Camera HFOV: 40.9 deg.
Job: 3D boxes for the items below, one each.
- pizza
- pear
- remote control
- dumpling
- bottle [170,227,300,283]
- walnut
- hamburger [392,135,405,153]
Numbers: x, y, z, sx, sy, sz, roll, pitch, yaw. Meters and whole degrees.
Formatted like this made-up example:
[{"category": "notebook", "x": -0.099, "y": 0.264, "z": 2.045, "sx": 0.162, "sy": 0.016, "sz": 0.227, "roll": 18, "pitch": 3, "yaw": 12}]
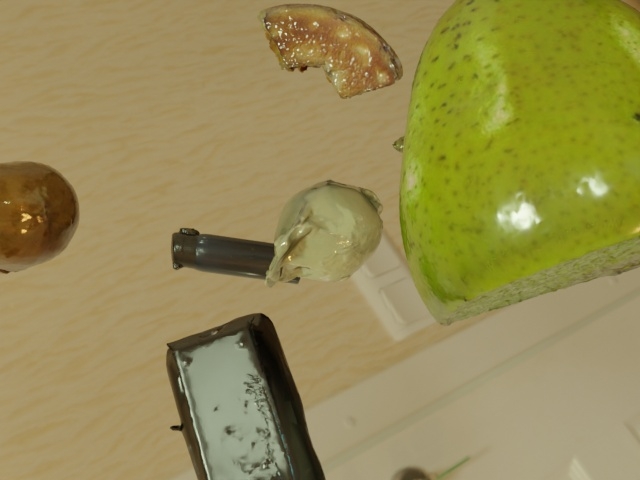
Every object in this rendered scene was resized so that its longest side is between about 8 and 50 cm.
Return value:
[{"category": "pizza", "x": 0.015, "y": -0.369, "z": 1.666, "sx": 0.085, "sy": 0.305, "sz": 0.161, "roll": 163, "pitch": 131, "yaw": -87}, {"category": "pear", "x": 0.221, "y": -0.112, "z": 0.802, "sx": 0.238, "sy": 0.342, "sz": 0.318, "roll": 70, "pitch": -177, "yaw": -71}, {"category": "remote control", "x": -0.060, "y": 0.276, "z": 0.902, "sx": 0.062, "sy": 0.144, "sz": 0.399, "roll": 82, "pitch": 169, "yaw": -75}, {"category": "dumpling", "x": 0.000, "y": 0.000, "z": 1.308, "sx": 0.147, "sy": 0.258, "sz": 0.193, "roll": 49, "pitch": 130, "yaw": 12}, {"category": "bottle", "x": -0.155, "y": 0.028, "z": 1.588, "sx": 0.072, "sy": 0.244, "sz": 0.082, "roll": 169, "pitch": 108, "yaw": -79}, {"category": "walnut", "x": -0.529, "y": -0.038, "z": 1.470, "sx": 0.298, "sy": 0.203, "sz": 0.203, "roll": -9, "pitch": 100, "yaw": 58}, {"category": "hamburger", "x": 0.230, "y": -0.183, "z": 1.648, "sx": 0.185, "sy": 0.159, "sz": 0.131, "roll": 3, "pitch": 98, "yaw": 15}]
